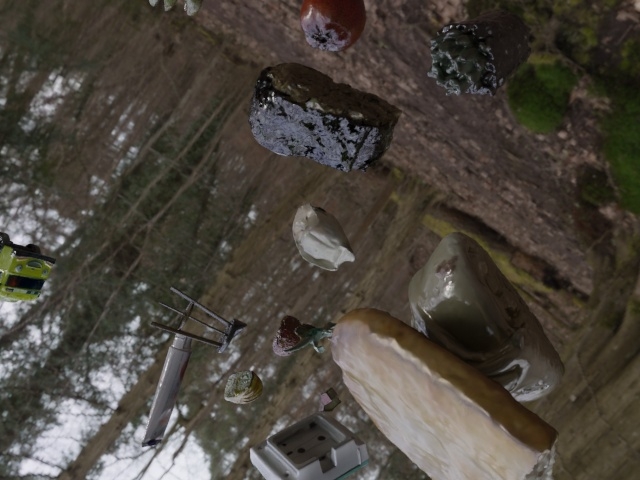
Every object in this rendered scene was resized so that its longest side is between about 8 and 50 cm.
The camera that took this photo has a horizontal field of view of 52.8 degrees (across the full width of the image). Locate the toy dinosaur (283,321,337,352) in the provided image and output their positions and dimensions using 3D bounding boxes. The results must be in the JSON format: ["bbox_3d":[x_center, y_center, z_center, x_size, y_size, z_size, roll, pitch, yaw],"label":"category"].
[{"bbox_3d":[-0.022,0.224,1.530,0.188,0.044,0.106,-12,-155,-25],"label":"toy dinosaur"}]

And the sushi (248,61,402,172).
[{"bbox_3d":[0.012,-0.283,1.475,0.350,0.170,0.210,14,-137,-20],"label":"sushi"}]

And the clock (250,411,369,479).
[{"bbox_3d":[-0.034,0.580,1.786,0.262,0.116,0.231,-19,-153,-28],"label":"clock"}]

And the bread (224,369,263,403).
[{"bbox_3d":[-0.215,0.420,1.817,0.094,0.157,0.082,36,-125,-37],"label":"bread"}]

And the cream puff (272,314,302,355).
[{"bbox_3d":[-0.104,0.320,2.154,0.085,0.148,0.149,20,-166,5],"label":"cream puff"}]

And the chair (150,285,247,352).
[{"bbox_3d":[-0.293,0.205,1.568,0.222,0.104,0.095,25,-124,-16],"label":"chair"}]

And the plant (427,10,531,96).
[{"bbox_3d":[0.276,-0.330,1.159,0.132,0.195,0.129,23,135,53],"label":"plant"}]

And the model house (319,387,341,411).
[{"bbox_3d":[0.019,0.442,1.769,0.057,0.058,0.083,53,163,4],"label":"model house"}]

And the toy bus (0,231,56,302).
[{"bbox_3d":[-0.798,0.057,1.585,0.262,0.149,0.128,16,175,26],"label":"toy bus"}]

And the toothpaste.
[{"bbox_3d":[-0.418,0.409,1.780,0.066,0.322,0.100,14,174,20],"label":"toothpaste"}]

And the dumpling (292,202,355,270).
[{"bbox_3d":[0.000,0.000,1.688,0.199,0.136,0.118,46,-163,4],"label":"dumpling"}]

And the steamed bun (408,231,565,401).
[{"bbox_3d":[0.269,0.168,1.157,0.309,0.219,0.324,59,-162,18],"label":"steamed bun"}]

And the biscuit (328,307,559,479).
[{"bbox_3d":[0.187,0.286,1.024,0.446,0.104,0.429,33,155,42],"label":"biscuit"}]

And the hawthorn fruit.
[{"bbox_3d":[0.037,-0.571,1.612,0.169,0.188,0.169,23,162,8],"label":"hawthorn fruit"}]

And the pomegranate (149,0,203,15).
[{"bbox_3d":[-0.206,-0.511,0.981,0.243,0.305,0.242,13,-175,-1],"label":"pomegranate"}]
